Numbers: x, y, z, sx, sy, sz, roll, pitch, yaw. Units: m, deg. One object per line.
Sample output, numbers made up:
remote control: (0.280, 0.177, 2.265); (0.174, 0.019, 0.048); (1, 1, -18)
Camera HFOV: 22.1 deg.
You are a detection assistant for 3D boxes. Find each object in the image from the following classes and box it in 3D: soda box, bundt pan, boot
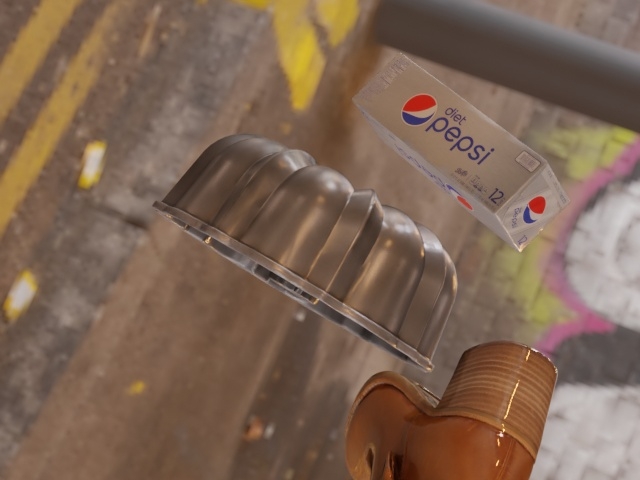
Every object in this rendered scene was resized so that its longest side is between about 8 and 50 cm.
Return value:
soda box: (0.168, -0.110, 1.991); (0.091, 0.286, 0.098); (-45, 140, -4)
bundt pan: (0.000, 0.000, 1.662); (0.124, 0.330, 0.331); (-60, 163, -5)
boot: (0.062, 0.207, 1.219); (0.283, 0.109, 0.220); (-29, -151, 56)
